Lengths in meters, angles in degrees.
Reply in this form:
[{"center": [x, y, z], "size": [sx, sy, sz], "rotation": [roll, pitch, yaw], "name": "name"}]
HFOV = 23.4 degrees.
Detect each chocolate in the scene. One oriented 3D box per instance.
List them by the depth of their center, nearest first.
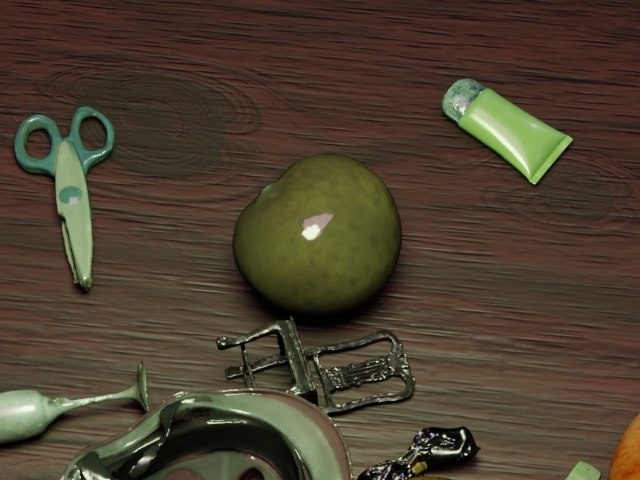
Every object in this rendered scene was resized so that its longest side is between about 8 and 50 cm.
[{"center": [0.116, 0.269, 1.845], "size": [0.147, 0.070, 0.072], "rotation": [-25, 52, -27], "name": "chocolate"}]

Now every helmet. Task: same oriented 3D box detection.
[{"center": [-0.129, 0.327, 1.715], "size": [0.338, 0.197, 0.271], "rotation": [-24, 55, -21], "name": "helmet"}]

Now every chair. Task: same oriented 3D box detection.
[{"center": [-0.001, 0.154, 1.879], "size": [0.229, 0.113, 0.106], "rotation": [-16, 62, -7], "name": "chair"}]

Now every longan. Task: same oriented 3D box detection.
[{"center": [0.000, 0.000, 1.924], "size": [0.196, 0.196, 0.220], "rotation": [40, 58, 20], "name": "longan"}]

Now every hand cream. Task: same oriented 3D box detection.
[{"center": [0.247, -0.155, 2.110], "size": [0.175, 0.046, 0.095], "rotation": [37, 63, 12], "name": "hand cream"}]

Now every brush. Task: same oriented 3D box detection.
[{"center": [0.274, 0.328, 1.825], "size": [0.033, 0.030, 0.178], "rotation": [28, 62, 26], "name": "brush"}]

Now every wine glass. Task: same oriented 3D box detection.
[{"center": [-0.337, 0.204, 1.862], "size": [0.262, 0.074, 0.074], "rotation": [-11, 60, -7], "name": "wine glass"}]

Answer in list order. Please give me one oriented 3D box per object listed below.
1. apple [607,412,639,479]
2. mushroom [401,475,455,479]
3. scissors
[{"center": [0.432, 0.280, 1.778], "size": [0.209, 0.164, 0.209], "rotation": [1, 61, -3], "name": "apple"}, {"center": [0.151, 0.429, 1.665], "size": [0.345, 0.239, 0.345], "rotation": [-13, 44, 13], "name": "mushroom"}, {"center": [-0.326, -0.058, 2.034], "size": [0.138, 0.041, 0.289], "rotation": [-10, 56, -6], "name": "scissors"}]
